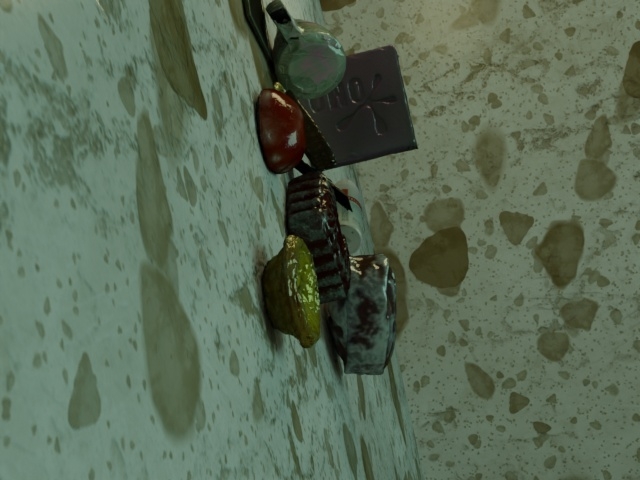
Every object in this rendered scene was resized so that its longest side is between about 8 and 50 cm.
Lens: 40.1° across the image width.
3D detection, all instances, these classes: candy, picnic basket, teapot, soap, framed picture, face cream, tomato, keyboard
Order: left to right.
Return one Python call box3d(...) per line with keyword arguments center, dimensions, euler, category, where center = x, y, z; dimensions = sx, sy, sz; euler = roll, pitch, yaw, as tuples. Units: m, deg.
box3d(center=(-0.150, -0.545, 1.922), dimensions=(0.197, 0.014, 0.253), euler=(58, 21, -69), category="framed picture")
box3d(center=(-0.072, -0.222, 1.729), dimensions=(0.166, 0.082, 0.174), euler=(22, 58, -80), category="tomato")
box3d(center=(-0.062, -0.444, 2.030), dimensions=(0.221, 0.163, 0.178), euler=(24, 22, -30), category="teapot")
box3d(center=(-0.035, -0.239, 1.942), dimensions=(0.193, 0.054, 0.110), euler=(55, -4, 28), category="picnic basket")
box3d(center=(-0.004, -0.130, 1.937), dimensions=(0.196, 0.015, 0.074), euler=(40, -17, 29), category="keyboard")
box3d(center=(0.069, -0.077, 2.456), dimensions=(0.346, 0.101, 0.102), euler=(-86, 162, -62), category="face cream")
box3d(center=(0.094, -0.351, 2.364), dimensions=(0.107, 0.296, 0.286), euler=(-4, 80, -80), category="soap")
box3d(center=(0.094, 0.170, 2.005), dimensions=(0.214, 0.157, 0.290), euler=(-92, -177, -69), category="candy")

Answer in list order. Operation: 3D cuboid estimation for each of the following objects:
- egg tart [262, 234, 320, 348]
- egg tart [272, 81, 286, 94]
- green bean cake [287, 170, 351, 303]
box3d(center=(-0.049, 0.086, 1.441), dimensions=(0.191, 0.074, 0.191), euler=(-11, 90, -82), category="egg tart")
box3d(center=(-0.090, -0.282, 1.849), dimensions=(0.105, 0.039, 0.105), euler=(-12, 90, -83), category="egg tart")
box3d(center=(0.000, 0.000, 1.844), dimensions=(0.199, 0.097, 0.233), euler=(-90, 165, -58), category="green bean cake")
